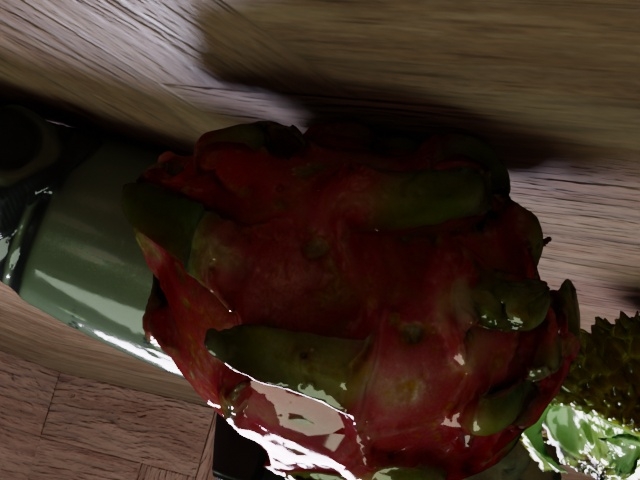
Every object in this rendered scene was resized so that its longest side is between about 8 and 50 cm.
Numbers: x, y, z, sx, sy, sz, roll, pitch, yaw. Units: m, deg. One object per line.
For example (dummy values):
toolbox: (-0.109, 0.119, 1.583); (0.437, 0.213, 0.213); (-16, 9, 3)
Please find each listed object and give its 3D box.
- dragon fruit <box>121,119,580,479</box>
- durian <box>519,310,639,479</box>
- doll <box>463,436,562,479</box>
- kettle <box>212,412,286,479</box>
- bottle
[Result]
dragon fruit: (0.016, 0.033, 1.081); (0.303, 0.237, 0.231); (23, 152, 24)
durian: (0.280, 0.155, 1.398); (0.176, 0.200, 0.237); (-30, -142, -35)
doll: (0.092, 0.244, 1.797); (0.350, 0.247, 0.247); (18, 170, -4)
kettle: (-0.015, 0.128, 1.548); (0.144, 0.232, 0.202); (16, 174, -13)
bottle: (-0.159, 0.000, 1.334); (0.347, 0.168, 0.168); (22, 169, -7)
